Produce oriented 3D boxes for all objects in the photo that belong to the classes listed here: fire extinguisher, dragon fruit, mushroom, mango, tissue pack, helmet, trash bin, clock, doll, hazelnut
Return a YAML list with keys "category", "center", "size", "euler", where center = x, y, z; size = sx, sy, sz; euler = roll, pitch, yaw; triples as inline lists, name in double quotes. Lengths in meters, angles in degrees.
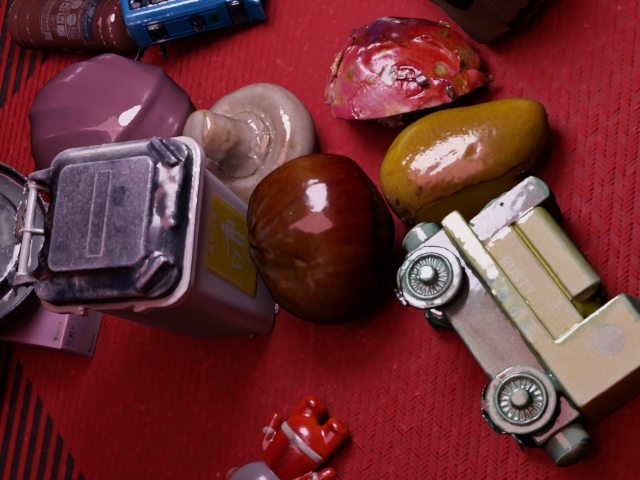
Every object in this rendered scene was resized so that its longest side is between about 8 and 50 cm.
- category: "fire extinguisher"
  center: [-0.403, -0.367, 2.199]
  size: [0.344, 0.102, 0.138]
  euler: [9, 77, 30]
- category: "dragon fruit"
  center: [0.105, -0.253, 1.832]
  size: [0.274, 0.161, 0.126]
  euler: [-2, 118, 29]
- category: "mushroom"
  center: [-0.113, -0.161, 1.932]
  size: [0.206, 0.209, 0.206]
  euler: [-25, 38, 21]
- category: "mango"
  center: [0.207, -0.115, 1.773]
  size: [0.262, 0.130, 0.167]
  euler: [-20, 66, 17]
- category: "tissue pack"
  center: [-0.437, 0.064, 2.095]
  size: [0.148, 0.092, 0.246]
  euler: [5, 77, 29]
- category: "helmet"
  center: [-0.357, -0.193, 2.027]
  size: [0.338, 0.197, 0.271]
  euler: [18, 63, 28]
- category: "trash bin"
  center: [-0.241, 0.018, 1.839]
  size: [0.296, 0.367, 0.256]
  euler: [-6, 71, 25]
- category: "clock"
  center: [-0.594, 0.013, 2.019]
  size: [0.319, 0.066, 0.319]
  euler: [1, 67, -3]
- category: "doll"
  center: [-0.063, 0.344, 1.816]
  size: [0.142, 0.076, 0.245]
  euler: [40, 92, 34]
- category: "hazelnut"
  center: [0.000, 0.000, 1.797]
  size: [0.217, 0.217, 0.251]
  euler: [-11, 95, 26]

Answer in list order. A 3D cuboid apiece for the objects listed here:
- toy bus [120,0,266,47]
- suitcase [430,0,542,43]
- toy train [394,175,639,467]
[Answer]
- category: "toy bus"
  center: [-0.210, -0.413, 2.063]
  size: [0.246, 0.113, 0.134]
  euler: [-13, 67, 3]
- category: "suitcase"
  center: [0.159, -0.477, 1.782]
  size: [0.194, 0.339, 0.351]
  euler: [-38, 62, 14]
- category: "toy train"
  center: [0.279, 0.098, 1.657]
  size: [0.253, 0.160, 0.397]
  euler: [-38, 62, 7]
